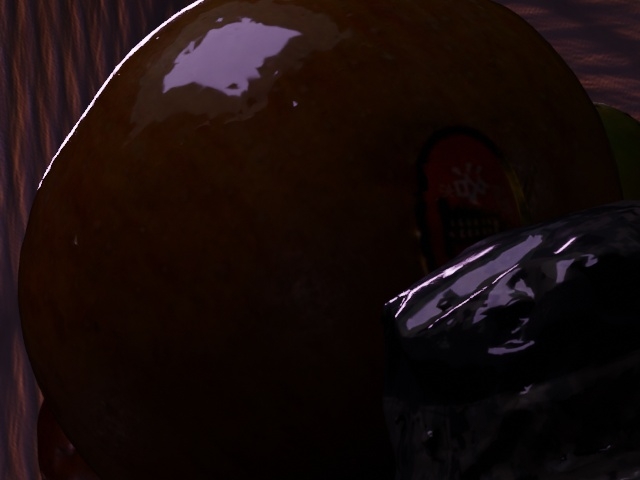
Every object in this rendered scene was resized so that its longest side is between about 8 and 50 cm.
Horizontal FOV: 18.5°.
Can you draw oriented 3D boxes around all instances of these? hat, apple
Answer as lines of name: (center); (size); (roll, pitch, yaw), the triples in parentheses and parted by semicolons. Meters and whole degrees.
hat: (0.092, 0.057, 0.693); (0.265, 0.128, 0.265); (-17, 1, 0)
apple: (0.000, 0.000, 1.291); (0.400, 0.334, 0.400); (-23, -9, -4)

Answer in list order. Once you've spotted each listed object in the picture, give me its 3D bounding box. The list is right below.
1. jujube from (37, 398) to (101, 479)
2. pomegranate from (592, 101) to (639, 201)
jujube: (-0.116, 0.157, 1.544); (0.190, 0.190, 0.255); (-25, -18, 19)
pomegranate: (0.248, -0.019, 1.768); (0.231, 0.231, 0.286); (-24, 10, -24)
